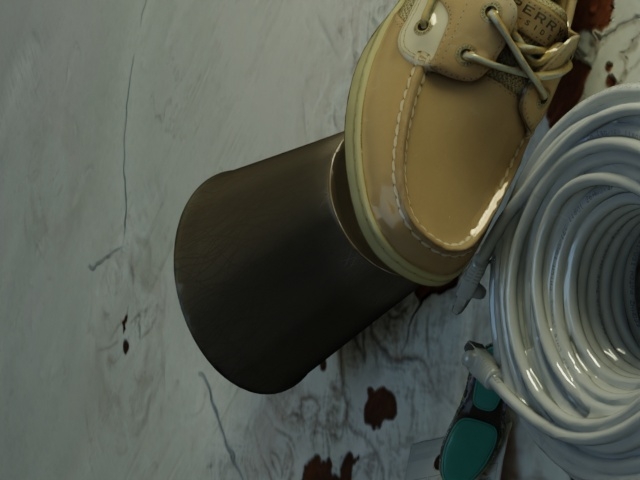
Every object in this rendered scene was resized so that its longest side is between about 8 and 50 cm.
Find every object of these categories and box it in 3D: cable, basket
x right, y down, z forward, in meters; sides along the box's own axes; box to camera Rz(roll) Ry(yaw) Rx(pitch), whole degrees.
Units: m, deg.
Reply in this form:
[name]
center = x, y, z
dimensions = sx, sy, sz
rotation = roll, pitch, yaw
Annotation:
[cable]
center = 0.202, 0.033, 0.945
dimensions = 0.257, 0.089, 0.257
rotation = 58, 134, 45
[basket]
center = 0.000, 0.000, 1.256
dimensions = 0.227, 0.154, 0.204
rotation = -30, 62, 52

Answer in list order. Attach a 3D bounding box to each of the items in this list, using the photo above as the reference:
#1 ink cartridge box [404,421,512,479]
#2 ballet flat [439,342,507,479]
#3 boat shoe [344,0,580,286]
[ink cartridge box]
center = 0.105, 0.237, 1.163
dimensions = 0.145, 0.045, 0.179
rotation = -26, 46, 58
[ballet flat]
center = 0.119, 0.127, 1.131
dimensions = 0.041, 0.041, 0.114
rotation = 33, 106, 58
[boat shoe]
center = 0.108, -0.134, 1.024
dimensions = 0.110, 0.122, 0.341
rotation = -22, 47, 53
